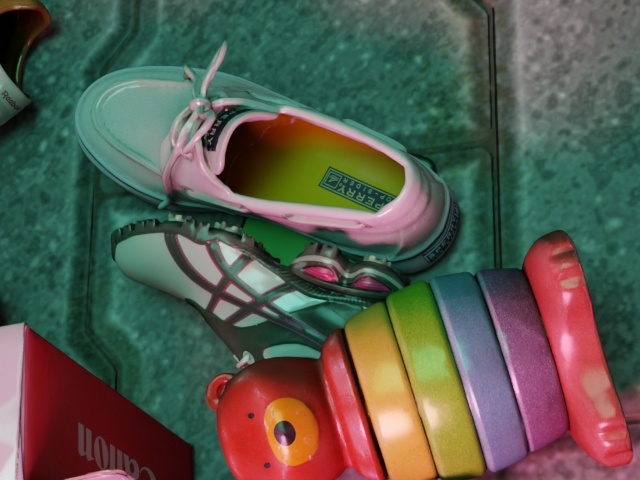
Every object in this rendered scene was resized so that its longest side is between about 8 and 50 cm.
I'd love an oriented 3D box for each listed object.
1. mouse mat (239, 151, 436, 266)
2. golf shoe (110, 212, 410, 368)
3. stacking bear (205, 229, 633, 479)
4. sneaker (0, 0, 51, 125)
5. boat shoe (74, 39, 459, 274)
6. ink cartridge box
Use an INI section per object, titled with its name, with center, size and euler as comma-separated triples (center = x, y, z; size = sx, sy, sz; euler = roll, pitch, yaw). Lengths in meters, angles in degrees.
[mouse mat]
center = 0.000, 0.000, 1.657
size = 0.152, 0.007, 0.189
euler = 16, 76, 26
[golf shoe]
center = -0.061, 0.052, 1.599
size = 0.273, 0.105, 0.120
euler = 12, 81, 25
[stacking bear]
center = 0.063, 0.114, 1.468
size = 0.289, 0.164, 0.175
euler = -16, 94, 1
[sneaker]
center = -0.341, -0.112, 1.776
size = 0.123, 0.106, 0.290
euler = 18, 74, 29
[boat shoe]
center = -0.070, -0.079, 1.622
size = 0.367, 0.156, 0.136
euler = 23, 78, 27
[ink cartridge box]
center = -0.212, 0.180, 1.489
size = 0.272, 0.309, 0.130
euler = -11, 65, 16
